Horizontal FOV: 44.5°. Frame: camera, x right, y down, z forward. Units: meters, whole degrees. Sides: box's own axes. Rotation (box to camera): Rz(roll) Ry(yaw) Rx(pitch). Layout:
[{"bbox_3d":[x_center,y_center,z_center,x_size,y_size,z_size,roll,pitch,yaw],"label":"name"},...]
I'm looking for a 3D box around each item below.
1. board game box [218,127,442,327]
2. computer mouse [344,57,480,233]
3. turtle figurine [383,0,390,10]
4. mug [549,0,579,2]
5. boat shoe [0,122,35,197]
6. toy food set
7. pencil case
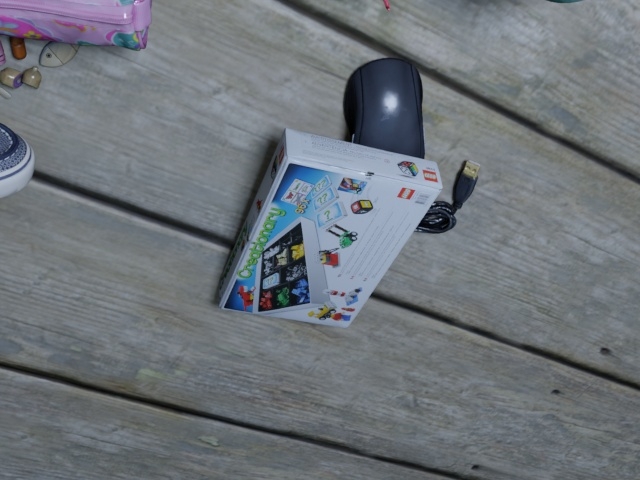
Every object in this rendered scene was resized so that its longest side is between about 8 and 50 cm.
[{"bbox_3d":[0.000,0.000,0.997,0.193,0.053,0.305,11,138,-17],"label":"board game box"},{"bbox_3d":[0.118,-0.097,0.972,0.184,0.060,0.262,-1,129,-8],"label":"computer mouse"},{"bbox_3d":[0.007,-0.306,0.753,0.234,0.118,0.175,2,129,-4],"label":"turtle figurine"},{"bbox_3d":[0.201,-0.279,0.682,0.157,0.129,0.097,-39,143,26],"label":"mug"},{"bbox_3d":[-0.462,-0.146,0.785,0.340,0.127,0.158,9,134,-16],"label":"boat shoe"},{"bbox_3d":[-0.317,-0.201,0.837,0.122,0.019,0.078,-34,127,17],"label":"toy food set"},{"bbox_3d":[-0.303,-0.245,0.739,0.284,0.124,0.124,1,129,-12],"label":"pencil case"}]
